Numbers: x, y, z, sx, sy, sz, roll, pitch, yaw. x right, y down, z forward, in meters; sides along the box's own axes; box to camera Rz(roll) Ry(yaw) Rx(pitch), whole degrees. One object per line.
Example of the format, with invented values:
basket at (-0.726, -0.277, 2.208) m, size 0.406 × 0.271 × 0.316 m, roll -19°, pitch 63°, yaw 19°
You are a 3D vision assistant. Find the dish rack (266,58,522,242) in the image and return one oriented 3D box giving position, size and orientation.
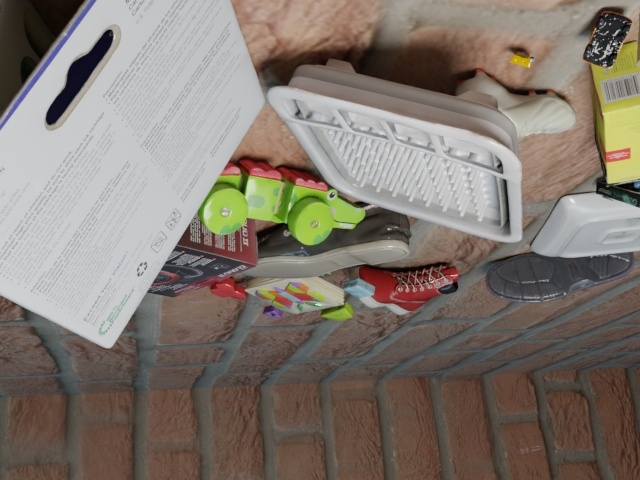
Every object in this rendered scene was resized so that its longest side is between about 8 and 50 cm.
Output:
dish rack at (0.111, -0.106, 0.876) m, size 0.285 × 0.072 × 0.333 m, roll 17°, pitch 167°, yaw 21°

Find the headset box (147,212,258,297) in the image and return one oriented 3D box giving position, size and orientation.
headset box at (-0.255, -0.001, 1.134) m, size 0.218 × 0.110 × 0.293 m, roll -21°, pitch 155°, yaw 38°

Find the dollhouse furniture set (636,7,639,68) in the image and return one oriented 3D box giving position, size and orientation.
dollhouse furniture set at (0.506, -0.134, 0.638) m, size 0.394 × 0.362 × 0.256 m, roll 39°, pitch 141°, yaw -22°

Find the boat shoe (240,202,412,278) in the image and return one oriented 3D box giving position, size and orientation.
boat shoe at (0.000, 0.000, 1.260) m, size 0.335 × 0.096 × 0.112 m, roll -9°, pitch 157°, yaw 27°

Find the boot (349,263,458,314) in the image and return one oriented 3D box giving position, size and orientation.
boot at (0.185, 0.081, 1.525) m, size 0.176 × 0.088 × 0.244 m, roll -26°, pitch 153°, yaw 29°

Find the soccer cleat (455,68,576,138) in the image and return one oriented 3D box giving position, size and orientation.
soccer cleat at (0.242, -0.150, 0.899) m, size 0.196 × 0.076 × 0.068 m, roll 8°, pitch 156°, yaw -33°

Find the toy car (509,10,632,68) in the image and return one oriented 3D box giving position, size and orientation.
toy car at (0.272, -0.222, 0.797) m, size 0.122 × 0.060 × 0.040 m, roll 6°, pitch -152°, yaw 18°

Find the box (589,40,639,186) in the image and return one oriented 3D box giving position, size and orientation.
box at (0.379, -0.150, 0.921) m, size 0.058 × 0.087 × 0.232 m, roll -12°, pitch 160°, yaw 18°

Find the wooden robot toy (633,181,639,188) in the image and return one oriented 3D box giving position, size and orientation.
wooden robot toy at (0.520, -0.121, 1.085) m, size 0.173 × 0.079 × 0.076 m, roll 9°, pitch -155°, yaw 36°

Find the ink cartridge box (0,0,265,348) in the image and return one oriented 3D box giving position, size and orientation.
ink cartridge box at (-0.181, -0.090, 0.641) m, size 0.071 × 0.324 × 0.330 m, roll 26°, pitch 165°, yaw 16°

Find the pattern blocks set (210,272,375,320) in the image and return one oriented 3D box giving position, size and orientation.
pattern blocks set at (-0.057, 0.104, 1.475) m, size 0.285 × 0.026 × 0.325 m, roll 24°, pitch 151°, yaw -21°

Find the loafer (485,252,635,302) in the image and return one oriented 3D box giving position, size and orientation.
loafer at (0.505, 0.076, 1.552) m, size 0.302 × 0.109 × 0.095 m, roll -12°, pitch 163°, yaw 10°

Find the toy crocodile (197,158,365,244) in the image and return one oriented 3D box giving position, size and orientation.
toy crocodile at (-0.084, -0.068, 1.024) m, size 0.340 × 0.105 × 0.115 m, roll 7°, pitch -162°, yaw -32°

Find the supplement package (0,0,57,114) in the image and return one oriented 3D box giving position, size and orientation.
supplement package at (-0.352, -0.117, 0.662) m, size 0.198 × 0.199 × 0.263 m, roll -6°, pitch 160°, yaw 3°

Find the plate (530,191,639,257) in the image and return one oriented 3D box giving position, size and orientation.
plate at (0.558, -0.026, 1.364) m, size 0.277 × 0.045 × 0.278 m, roll -5°, pitch 160°, yaw 2°

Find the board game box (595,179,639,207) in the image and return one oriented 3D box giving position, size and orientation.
board game box at (0.552, -0.077, 1.149) m, size 0.186 × 0.026 × 0.126 m, roll -3°, pitch -166°, yaw -9°
